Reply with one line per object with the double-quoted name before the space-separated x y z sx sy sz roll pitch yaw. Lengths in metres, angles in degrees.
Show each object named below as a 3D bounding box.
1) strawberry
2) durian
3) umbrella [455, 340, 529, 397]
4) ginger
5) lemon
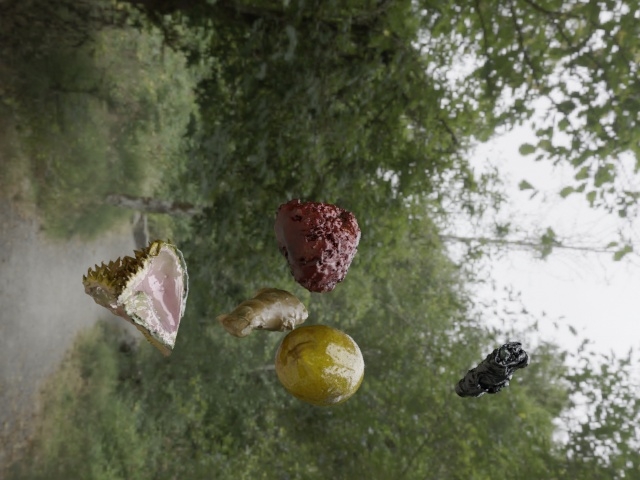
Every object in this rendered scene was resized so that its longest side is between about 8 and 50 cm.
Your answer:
"strawberry" 0.000 0.000 1.739 0.274 0.221 0.274 62 -4 7
"durian" -0.341 0.092 1.336 0.195 0.186 0.305 -61 152 -21
"umbrella" 0.321 0.267 1.283 0.224 0.080 0.071 118 -44 -59
"ginger" -0.120 0.162 1.390 0.086 0.131 0.294 -64 168 13
"lemon" -0.001 0.250 1.334 0.170 0.207 0.169 -18 -121 32
